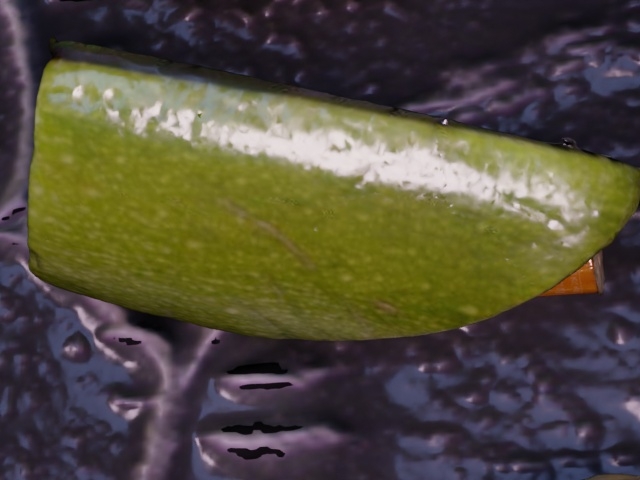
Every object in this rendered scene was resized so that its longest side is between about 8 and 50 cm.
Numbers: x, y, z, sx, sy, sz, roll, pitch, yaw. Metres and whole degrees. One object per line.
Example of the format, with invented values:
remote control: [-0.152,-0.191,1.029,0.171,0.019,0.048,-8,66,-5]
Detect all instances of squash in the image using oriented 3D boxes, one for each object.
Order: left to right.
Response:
squash: [0.000,0.000,0.615,0.252,0.169,0.093,11,76,-3]

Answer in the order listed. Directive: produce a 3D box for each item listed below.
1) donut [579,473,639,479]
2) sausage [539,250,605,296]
donut: [0.118,0.176,0.513,0.174,0.068,0.174,-5,72,16]
sausage: [0.071,0.012,0.606,0.107,0.031,0.031,-4,70,16]
